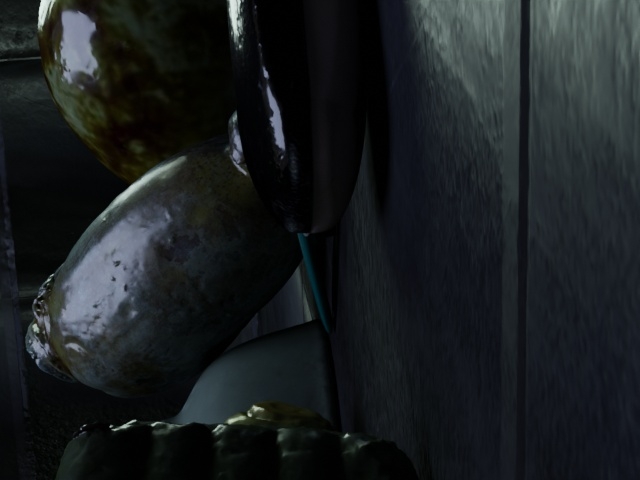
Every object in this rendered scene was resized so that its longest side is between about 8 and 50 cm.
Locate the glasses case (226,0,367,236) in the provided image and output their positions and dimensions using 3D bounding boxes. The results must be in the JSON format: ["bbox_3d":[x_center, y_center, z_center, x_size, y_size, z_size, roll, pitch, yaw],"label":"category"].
[{"bbox_3d":[-0.017,-0.155,0.803,0.122,0.075,0.314,101,165,-66],"label":"glasses case"}]

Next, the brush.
[{"bbox_3d":[0.000,0.000,1.049,0.193,0.032,0.043,74,-179,-45],"label":"brush"}]

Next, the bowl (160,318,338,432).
[{"bbox_3d":[-0.062,0.212,1.213,0.289,0.146,0.289,178,90,-86],"label":"bowl"}]

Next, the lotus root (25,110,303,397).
[{"bbox_3d":[-0.110,0.016,1.222,0.349,0.175,0.175,-42,37,31],"label":"lotus root"}]

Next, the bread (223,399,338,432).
[{"bbox_3d":[-0.032,0.238,0.969,0.152,0.130,0.267,-92,2,-66],"label":"bread"}]

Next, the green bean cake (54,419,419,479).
[{"bbox_3d":[-0.037,0.169,0.678,0.094,0.181,0.173,-85,-4,-51],"label":"green bean cake"}]

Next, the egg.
[{"bbox_3d":[-0.136,-0.165,1.333,0.238,0.238,0.289,-111,4,-76],"label":"egg"}]
